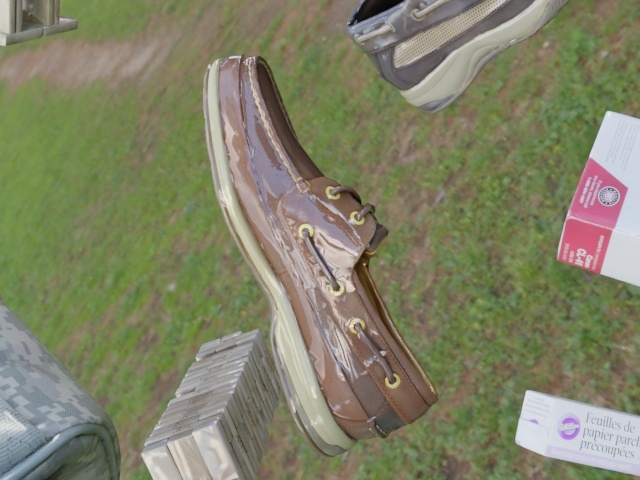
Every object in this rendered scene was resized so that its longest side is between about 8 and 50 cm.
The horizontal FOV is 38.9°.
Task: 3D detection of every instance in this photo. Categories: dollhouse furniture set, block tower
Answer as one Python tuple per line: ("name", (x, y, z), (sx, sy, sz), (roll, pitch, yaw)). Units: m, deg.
("dollhouse furniture set", (-0.369, -0.300, 0.966), (0.129, 0.183, 0.129), (-43, -35, -61))
("block tower", (-0.117, 0.203, 1.065), (0.090, 0.097, 0.335), (-20, 13, 8))

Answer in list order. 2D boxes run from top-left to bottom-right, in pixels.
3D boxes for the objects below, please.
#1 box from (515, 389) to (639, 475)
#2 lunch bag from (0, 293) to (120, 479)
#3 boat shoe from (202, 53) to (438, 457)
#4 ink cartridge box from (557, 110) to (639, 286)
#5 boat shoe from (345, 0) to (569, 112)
("box", (0.377, 0.235, 1.022), (0.067, 0.323, 0.063), (178, 106, -71))
("lunch bag", (-0.260, 0.086, 0.497), (0.212, 0.305, 0.256), (-31, -23, -44))
("boat shoe", (0.000, 0.000, 0.391), (0.060, 0.178, 0.064), (-20, -4, 14))
("ink cartridge box", (0.533, -0.038, 1.336), (0.226, 0.306, 0.131), (-59, -20, -30))
("boat shoe", (0.116, -0.222, 0.701), (0.355, 0.130, 0.132), (-46, 20, 58))
